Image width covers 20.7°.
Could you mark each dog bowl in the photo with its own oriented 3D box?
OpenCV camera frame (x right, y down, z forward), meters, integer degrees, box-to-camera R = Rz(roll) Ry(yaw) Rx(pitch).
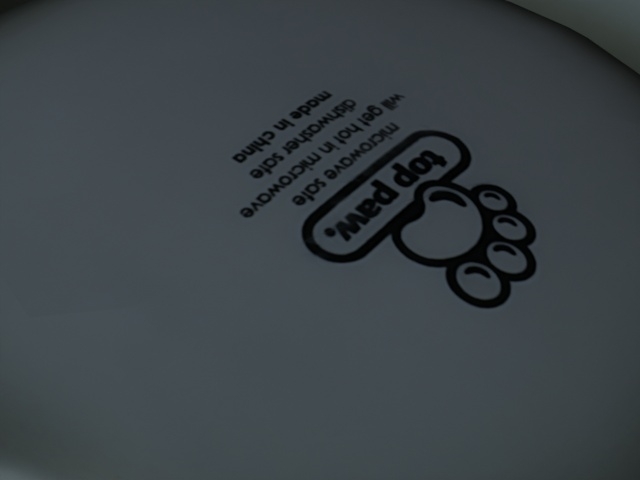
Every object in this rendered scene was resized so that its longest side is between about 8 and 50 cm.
[{"bbox_3d":[0.000,0.000,0.443,0.408,0.150,0.408,5,43,-5],"label":"dog bowl"}]
